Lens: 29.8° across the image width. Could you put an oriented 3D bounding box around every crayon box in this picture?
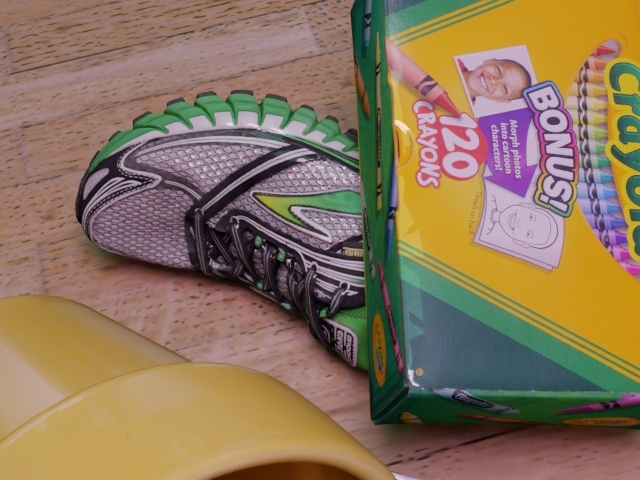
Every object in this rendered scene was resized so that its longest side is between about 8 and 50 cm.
[{"bbox_3d":[0.111,-0.033,0.704,0.165,0.081,0.278,3,67,-12],"label":"crayon box"}]

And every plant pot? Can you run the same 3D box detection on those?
[{"bbox_3d":[-0.118,0.150,0.621,0.254,0.254,0.239,-33,42,-19],"label":"plant pot"}]

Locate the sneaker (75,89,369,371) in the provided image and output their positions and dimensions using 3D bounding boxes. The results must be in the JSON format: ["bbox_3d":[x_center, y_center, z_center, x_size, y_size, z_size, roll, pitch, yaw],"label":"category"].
[{"bbox_3d":[0.000,0.000,0.783,0.343,0.134,0.146,8,54,11],"label":"sneaker"}]

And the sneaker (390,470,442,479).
[{"bbox_3d":[0.077,0.176,0.674,0.161,0.075,0.057,24,58,23],"label":"sneaker"}]
